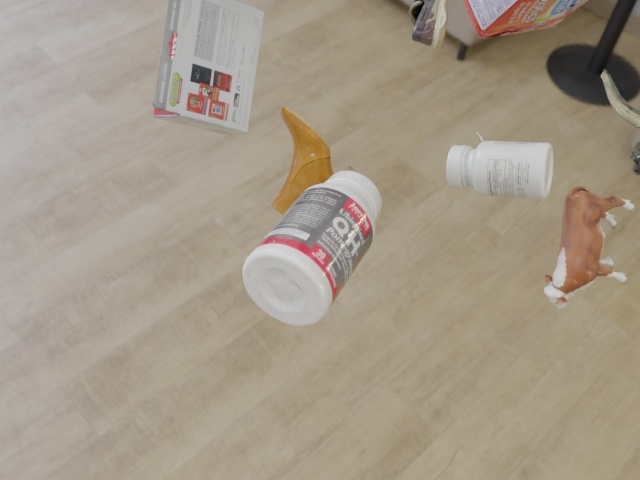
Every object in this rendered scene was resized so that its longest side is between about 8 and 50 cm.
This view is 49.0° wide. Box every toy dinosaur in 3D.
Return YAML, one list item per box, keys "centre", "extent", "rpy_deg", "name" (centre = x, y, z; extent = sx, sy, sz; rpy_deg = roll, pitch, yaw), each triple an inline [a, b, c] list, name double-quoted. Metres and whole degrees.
- centre: [0.484, -0.125, 0.958]
  extent: [0.268, 0.064, 0.118]
  rpy_deg: [30, 73, 11]
  name: "toy dinosaur"

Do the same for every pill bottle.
- centre: [0.000, 0.000, 1.352]
  extent: [0.176, 0.176, 0.318]
  rpy_deg: [24, 45, 13]
  name: "pill bottle"
- centre: [0.422, -0.169, 1.655]
  extent: [0.229, 0.131, 0.131]
  rpy_deg: [6, 50, 26]
  name: "pill bottle"

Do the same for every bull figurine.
- centre: [0.652, 0.025, 1.718]
  extent: [0.188, 0.310, 0.101]
  rpy_deg: [2, 11, -15]
  name: "bull figurine"

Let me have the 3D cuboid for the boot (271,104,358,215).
- centre: [-0.053, -0.166, 1.735]
  extent: [0.211, 0.104, 0.295]
  rpy_deg: [-44, 102, 3]
  name: "boot"

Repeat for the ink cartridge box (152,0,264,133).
- centre: [-0.296, -0.436, 1.696]
  extent: [0.272, 0.309, 0.130]
  rpy_deg: [8, 0, -44]
  name: "ink cartridge box"

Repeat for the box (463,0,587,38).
- centre: [0.199, -0.361, 0.736]
  extent: [0.122, 0.128, 0.257]
  rpy_deg: [-16, 81, -28]
  name: "box"

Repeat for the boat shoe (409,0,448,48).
- centre: [0.278, -0.597, 1.829]
  extent: [0.092, 0.103, 0.285]
  rpy_deg: [10, 46, -2]
  name: "boat shoe"

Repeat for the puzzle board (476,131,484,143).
- centre: [0.493, -0.248, 2.057]
  extent: [0.011, 0.128, 0.096]
  rpy_deg: [-24, 49, 12]
  name: "puzzle board"
